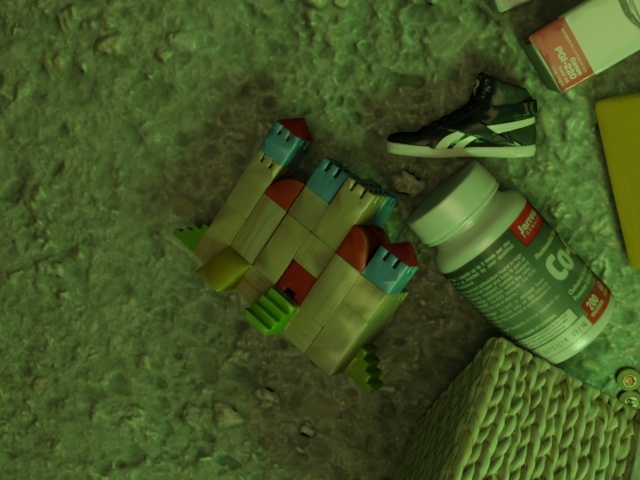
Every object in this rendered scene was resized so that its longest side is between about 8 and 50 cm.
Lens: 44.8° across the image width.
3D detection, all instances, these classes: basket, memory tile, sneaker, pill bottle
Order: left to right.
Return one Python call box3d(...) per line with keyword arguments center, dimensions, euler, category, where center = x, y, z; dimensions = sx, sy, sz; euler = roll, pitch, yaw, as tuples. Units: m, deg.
box3d(center=(0.203, -0.182, 1.126), dimensions=(0.217, 0.079, 0.121), euler=(0, 101, 0), category="sneaker")
box3d(center=(0.250, 0.374, 1.073), dimensions=(0.266, 0.331, 0.328), euler=(29, 138, 4), category="basket")
box3d(center=(0.270, 0.031, 1.120), dimensions=(0.161, 0.161, 0.283), euler=(-42, 95, 16), category="pill bottle")
box3d(center=(0.526, 0.265, 1.217), dimensions=(0.113, 0.012, 0.148), euler=(-7, 102, 10), category="memory tile")

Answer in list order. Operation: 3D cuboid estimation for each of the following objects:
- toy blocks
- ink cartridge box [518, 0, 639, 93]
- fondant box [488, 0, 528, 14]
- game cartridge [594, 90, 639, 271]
box3d(center=(0.000, 0.000, 1.131), dimensions=(0.381, 0.191, 0.261), euler=(40, 105, 21), category="toy blocks")
box3d(center=(0.385, -0.288, 1.023), dimensions=(0.218, 0.158, 0.092), euler=(-32, 96, 15), category="ink cartridge box")
box3d(center=(0.346, -0.475, 1.017), dimensions=(0.330, 0.096, 0.238), euler=(-21, 100, 12), category="fondant box")
box3d(center=(0.538, -0.075, 1.014), dimensions=(0.324, 0.053, 0.285), euler=(-1, 109, 53), category="game cartridge")
